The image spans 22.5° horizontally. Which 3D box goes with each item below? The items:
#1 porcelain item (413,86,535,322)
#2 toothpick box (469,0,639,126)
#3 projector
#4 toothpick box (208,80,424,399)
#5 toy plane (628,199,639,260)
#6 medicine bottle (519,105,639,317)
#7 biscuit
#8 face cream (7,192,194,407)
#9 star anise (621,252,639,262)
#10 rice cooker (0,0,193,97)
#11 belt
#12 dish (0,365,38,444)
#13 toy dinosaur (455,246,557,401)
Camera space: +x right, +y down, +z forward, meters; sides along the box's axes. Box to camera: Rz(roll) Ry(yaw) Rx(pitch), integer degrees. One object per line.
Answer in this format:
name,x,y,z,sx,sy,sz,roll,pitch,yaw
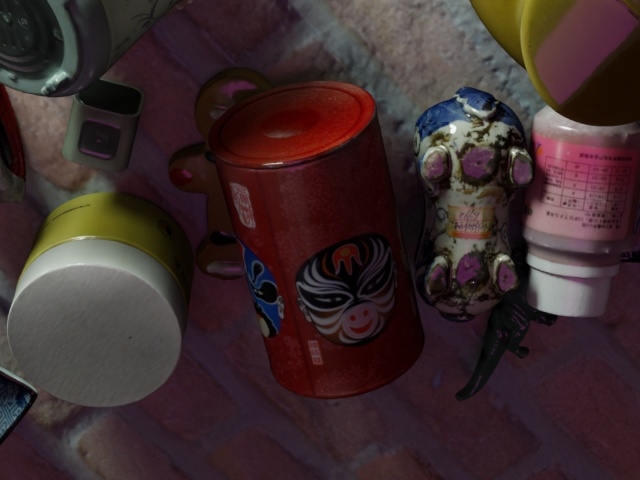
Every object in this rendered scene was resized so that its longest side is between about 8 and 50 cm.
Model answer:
porcelain item,0.178,-0.047,1.978,0.138,0.186,0.288,-1,109,-3
toothpick box,0.336,-0.330,1.644,0.408,0.425,0.409,1,121,2
projector,-0.266,-0.142,1.973,0.083,0.083,0.082,14,121,-7
toothpick box,0.000,0.000,1.942,0.204,0.204,0.333,-9,120,7
toy plane,0.402,-0.053,1.992,0.053,0.078,0.197,-7,110,-45
medicine bottle,0.314,-0.037,1.955,0.147,0.147,0.247,6,104,-2
biscuit,-0.093,-0.074,2.034,0.196,0.049,0.302,-4,120,2
face cream,-0.274,0.073,2.047,0.218,0.179,0.218,1,121,1
star anise,0.450,-0.014,2.048,0.157,0.053,0.212,0,123,0
rice cooker,-0.270,-0.318,1.754,0.316,0.317,0.264,-39,101,22
belt,-0.442,-0.128,1.961,0.124,0.128,0.201,-10,117,9
dish,-0.520,0.186,2.182,0.243,0.080,0.182,33,116,-15
toy dinosaur,0.280,0.097,2.108,0.120,0.079,0.292,19,117,-3
